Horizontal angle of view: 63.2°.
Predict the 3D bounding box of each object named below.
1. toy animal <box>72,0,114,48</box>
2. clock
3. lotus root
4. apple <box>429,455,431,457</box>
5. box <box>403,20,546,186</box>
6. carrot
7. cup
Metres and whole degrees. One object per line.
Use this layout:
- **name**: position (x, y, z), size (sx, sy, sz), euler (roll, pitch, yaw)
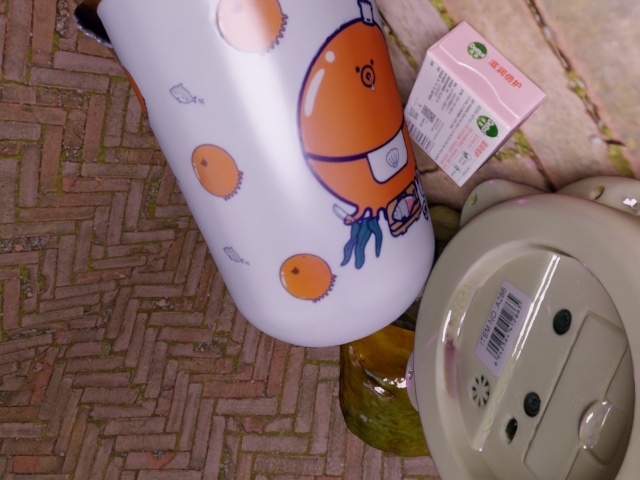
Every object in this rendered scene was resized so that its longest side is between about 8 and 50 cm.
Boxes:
- **toy animal**: position (-0.117, -0.298, 0.645), size (0.284, 0.225, 0.302), euler (31, -163, -41)
- **clock**: position (0.174, 0.094, 0.374), size (0.114, 0.284, 0.309), euler (11, -166, -16)
- **lotus root**: position (0.123, 0.041, 0.676), size (0.160, 0.152, 0.275), euler (44, 171, -9)
- **apple**: position (0.313, 0.403, 1.143), size (0.200, 0.200, 0.200), euler (46, 169, 11)
- **box**: position (0.120, -0.109, 0.441), size (0.089, 0.043, 0.125), euler (47, 169, 8)
- **carrot**: position (0.149, 0.253, 0.945), size (0.241, 0.241, 0.341), euler (38, 142, 45)
- **cup**: position (-0.025, -0.077, 0.467), size (0.212, 0.212, 0.318), euler (28, 141, 63)
